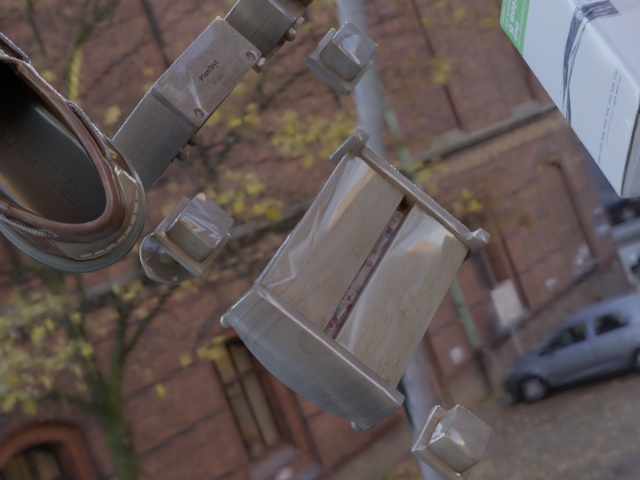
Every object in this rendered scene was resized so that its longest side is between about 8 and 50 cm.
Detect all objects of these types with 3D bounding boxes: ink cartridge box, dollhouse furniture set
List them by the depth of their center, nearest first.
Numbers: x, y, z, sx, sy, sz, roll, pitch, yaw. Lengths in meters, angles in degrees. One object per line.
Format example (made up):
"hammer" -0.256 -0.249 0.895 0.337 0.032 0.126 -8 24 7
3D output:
"dollhouse furniture set" 0.000 0.000 1.192 0.174 0.355 0.303 -42 10 48
"ink cartridge box" 0.296 -0.167 1.259 0.198 0.115 0.273 -7 42 -14

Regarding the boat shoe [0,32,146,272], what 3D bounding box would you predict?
"boat shoe" -0.249 -0.104 0.981 0.123 0.324 0.116 -56 2 -9
